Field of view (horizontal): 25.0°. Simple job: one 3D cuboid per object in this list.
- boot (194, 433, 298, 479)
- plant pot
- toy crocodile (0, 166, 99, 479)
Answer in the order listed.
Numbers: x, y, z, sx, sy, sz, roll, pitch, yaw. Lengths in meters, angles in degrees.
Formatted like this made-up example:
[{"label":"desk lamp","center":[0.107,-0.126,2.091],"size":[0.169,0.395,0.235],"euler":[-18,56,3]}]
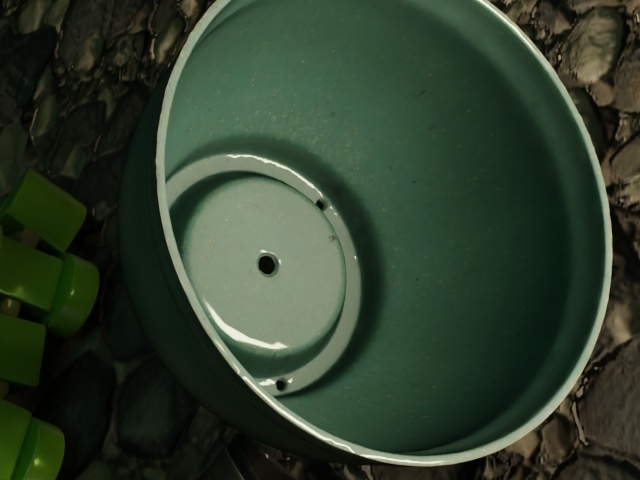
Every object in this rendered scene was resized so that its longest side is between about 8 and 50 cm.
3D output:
[{"label":"boot","center":[-0.066,0.289,0.852],"size":[0.222,0.118,0.338],"euler":[-34,55,11]},{"label":"plant pot","center":[0.000,0.000,0.870],"size":[0.196,0.293,0.293],"euler":[-27,47,58]},{"label":"toy crocodile","center":[-0.253,0.095,1.093],"size":[0.105,0.115,0.340],"euler":[-23,50,49]}]
